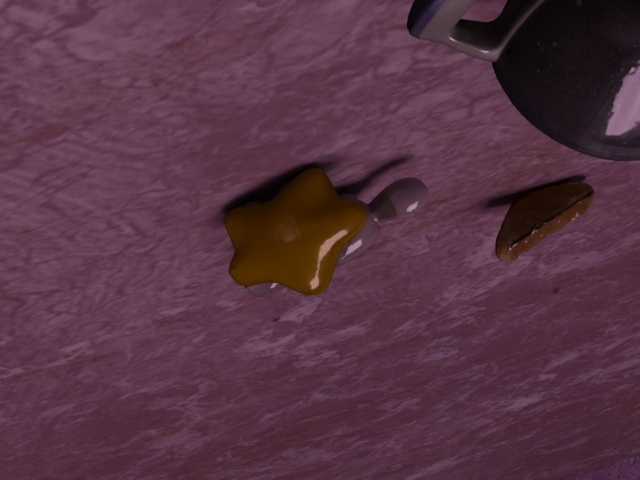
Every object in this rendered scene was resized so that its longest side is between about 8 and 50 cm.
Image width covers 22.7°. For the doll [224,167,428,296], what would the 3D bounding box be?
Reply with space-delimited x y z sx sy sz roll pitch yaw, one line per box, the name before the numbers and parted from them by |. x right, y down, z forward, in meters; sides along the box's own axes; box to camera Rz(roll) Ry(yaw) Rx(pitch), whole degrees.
doll | 0.006 -0.003 1.006 0.135 0.071 0.113 -24 169 0

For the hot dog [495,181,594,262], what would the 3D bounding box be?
hot dog | 0.156 -0.019 1.152 0.090 0.034 0.030 -32 155 -22

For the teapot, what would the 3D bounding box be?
teapot | 0.136 -0.120 0.787 0.111 0.149 0.108 -53 173 -44
